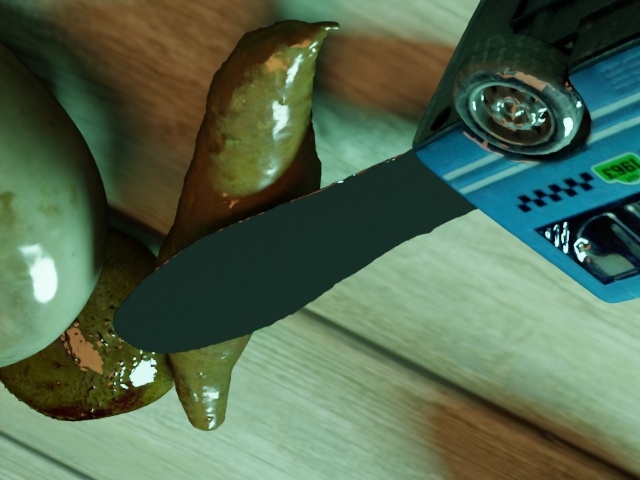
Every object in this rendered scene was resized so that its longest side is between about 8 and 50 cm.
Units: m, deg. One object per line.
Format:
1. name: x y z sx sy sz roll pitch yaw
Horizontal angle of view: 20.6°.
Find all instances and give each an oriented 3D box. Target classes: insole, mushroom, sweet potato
1. insole: 0.000 -0.001 0.762 0.232 0.003 0.080 -27 142 28
2. mushroom: -0.203 -0.003 0.817 0.206 0.209 0.206 10 163 3
3. sweet potato: -0.033 -0.010 0.805 0.066 0.072 0.314 47 147 16
4. mushroom: -0.128 0.040 0.938 0.127 0.087 0.127 12 120 22

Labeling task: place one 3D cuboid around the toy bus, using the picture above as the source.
1. toy bus: 0.151 -0.070 0.537 0.134 0.113 0.246 41 145 -21
